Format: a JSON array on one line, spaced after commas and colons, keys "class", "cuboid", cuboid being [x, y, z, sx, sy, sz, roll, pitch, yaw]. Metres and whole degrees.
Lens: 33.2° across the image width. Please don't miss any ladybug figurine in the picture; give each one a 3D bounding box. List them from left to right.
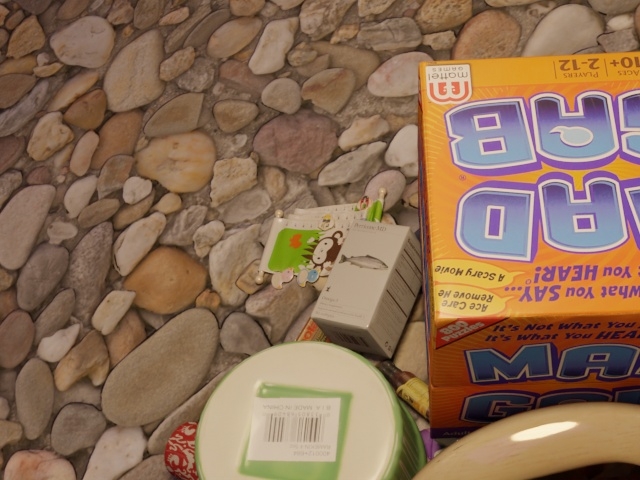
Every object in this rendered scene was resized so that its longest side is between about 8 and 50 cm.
[{"class": "ladybug figurine", "cuboid": [0.290, 0.331, 1.297, 0.450, 0.305, 0.162, -12, 13, 9]}]

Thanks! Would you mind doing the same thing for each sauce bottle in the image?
[{"class": "sauce bottle", "cuboid": [0.137, 0.223, 1.601, 0.042, 0.042, 0.128, -47, 46, -7]}]

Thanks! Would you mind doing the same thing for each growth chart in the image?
[{"class": "growth chart", "cuboid": [0.000, 0.000, 1.852, 0.237, 0.021, 0.171, -9, 55, 26]}]

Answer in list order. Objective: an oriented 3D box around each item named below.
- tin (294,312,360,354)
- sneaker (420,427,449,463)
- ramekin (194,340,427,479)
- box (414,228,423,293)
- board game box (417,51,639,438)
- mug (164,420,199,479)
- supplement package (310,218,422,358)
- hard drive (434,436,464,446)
[{"class": "tin", "cuboid": [0.023, 0.151, 1.721, 0.106, 0.040, 0.189, 21, 70, 34]}, {"class": "sneaker", "cuboid": [0.145, 0.355, 1.474, 0.105, 0.095, 0.236, -10, 48, 30]}, {"class": "ramekin", "cuboid": [-0.018, 0.279, 1.410, 0.304, 0.148, 0.303, -6, 57, 9]}, {"class": "box", "cuboid": [0.231, -0.005, 1.711, 0.225, 0.036, 0.136, -44, 48, -2]}, {"class": "board game box", "cuboid": [0.307, 0.016, 1.346, 0.357, 0.356, 0.356, -2, 59, 3]}, {"class": "mug", "cuboid": [-0.138, 0.343, 1.653, 0.169, 0.150, 0.113, 12, 102, 40]}, {"class": "supplement package", "cuboid": [0.080, 0.073, 1.650, 0.105, 0.105, 0.179, 8, 63, 33]}, {"class": "hard drive", "cuboid": [0.303, 0.169, 1.484, 0.203, 0.040, 0.307, 18, 61, 15]}]
